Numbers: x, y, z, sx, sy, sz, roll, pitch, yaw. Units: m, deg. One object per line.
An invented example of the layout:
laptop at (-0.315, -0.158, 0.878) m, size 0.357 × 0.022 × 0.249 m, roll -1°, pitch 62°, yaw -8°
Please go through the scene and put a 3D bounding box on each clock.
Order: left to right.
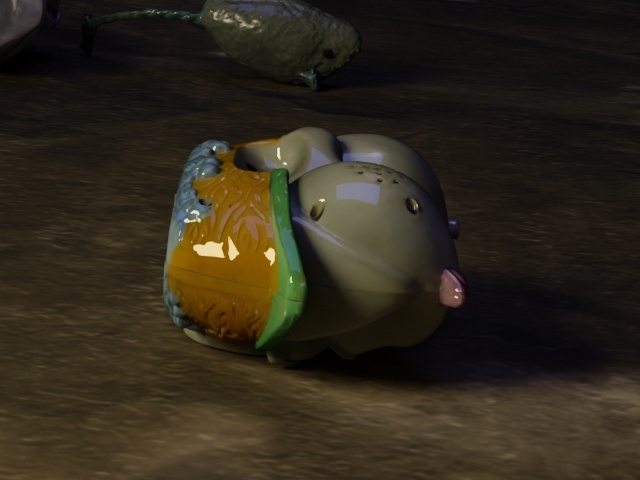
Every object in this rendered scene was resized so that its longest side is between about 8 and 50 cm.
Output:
clock at (0.000, 0.000, 0.955) m, size 0.144 × 0.103 × 0.231 m, roll 8°, pitch 16°, yaw -1°

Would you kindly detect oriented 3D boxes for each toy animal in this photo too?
toy animal at (-0.090, -0.182, 1.682) m, size 0.253 × 0.079 × 0.070 m, roll 6°, pitch 20°, yaw 3°

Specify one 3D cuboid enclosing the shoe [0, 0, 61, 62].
shoe at (-0.272, -0.199, 1.640) m, size 0.137 × 0.095 × 0.245 m, roll -6°, pitch 12°, yaw -33°
